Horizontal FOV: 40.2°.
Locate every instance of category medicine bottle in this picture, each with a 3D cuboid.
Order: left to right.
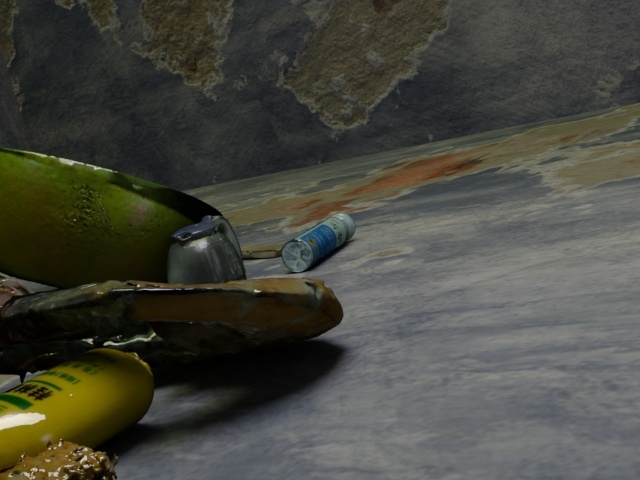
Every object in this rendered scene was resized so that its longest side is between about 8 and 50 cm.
[{"bbox_3d":[-0.255,0.165,0.647,0.111,0.076,0.309,-18,6,37],"label":"medicine bottle"},{"bbox_3d":[0.000,0.000,1.337,0.051,0.051,0.191,-9,10,26],"label":"medicine bottle"}]

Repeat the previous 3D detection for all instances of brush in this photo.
[{"bbox_3d":[-0.175,0.024,1.547,0.336,0.020,0.085,-3,14,45],"label":"brush"}]

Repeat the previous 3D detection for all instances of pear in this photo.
[{"bbox_3d":[-0.365,-0.003,1.344,0.399,0.165,0.399,12,-8,2],"label":"pear"}]

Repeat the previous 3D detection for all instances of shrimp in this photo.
[{"bbox_3d":[-0.203,0.082,0.826,0.445,0.085,0.272,-7,-12,15],"label":"shrimp"}]

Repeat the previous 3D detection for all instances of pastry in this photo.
[{"bbox_3d":[-0.200,0.176,0.569,0.080,0.056,0.140,3,11,36],"label":"pastry"}]

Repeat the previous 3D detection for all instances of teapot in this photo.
[{"bbox_3d":[-0.154,0.022,1.246,0.149,0.108,0.111,-21,14,-38],"label":"teapot"}]

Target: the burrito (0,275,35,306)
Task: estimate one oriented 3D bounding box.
[{"bbox_3d":[-0.512,0.104,1.306,0.143,0.105,0.299,-25,15,-34],"label":"burrito"}]
